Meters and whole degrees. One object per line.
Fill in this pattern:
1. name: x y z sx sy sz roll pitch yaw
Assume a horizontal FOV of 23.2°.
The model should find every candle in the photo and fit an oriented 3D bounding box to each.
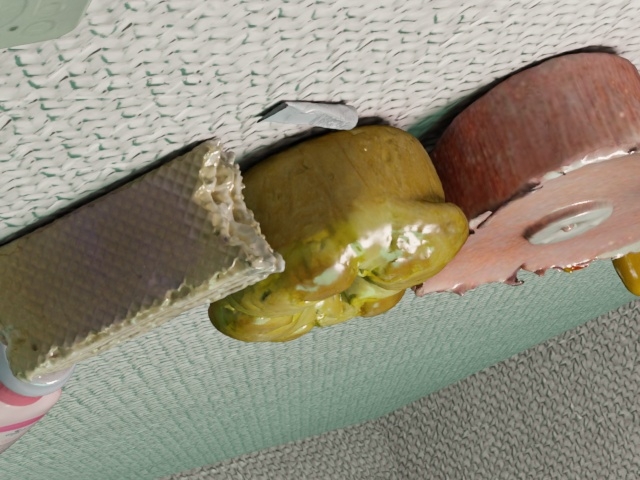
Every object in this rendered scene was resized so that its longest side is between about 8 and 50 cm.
1. candle: 0.195 -0.052 1.411 0.287 0.131 0.317 -29 157 22

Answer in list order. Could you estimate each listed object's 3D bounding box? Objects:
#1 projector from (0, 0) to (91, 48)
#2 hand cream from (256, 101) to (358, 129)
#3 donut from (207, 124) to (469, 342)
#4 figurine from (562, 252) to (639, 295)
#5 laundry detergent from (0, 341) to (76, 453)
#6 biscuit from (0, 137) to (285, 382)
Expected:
1. projector: -0.148 -0.141 0.474 0.192 0.099 0.257 -16 168 -26
2. hand cream: -0.006 -0.094 1.155 0.030 0.019 0.093 -28 160 39
3. donut: 0.000 0.000 1.305 0.209 0.128 0.261 -15 167 -21
4. figurine: 0.303 -0.005 1.681 0.122 0.176 0.121 -45 157 24
5. laundry detergent: -0.334 0.158 1.555 0.159 0.087 0.335 -13 165 -33
6. biscuit: -0.147 0.019 1.183 0.239 0.108 0.062 -25 170 20
